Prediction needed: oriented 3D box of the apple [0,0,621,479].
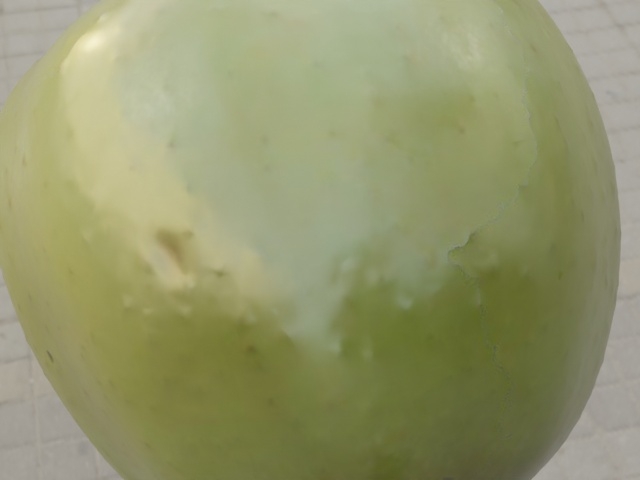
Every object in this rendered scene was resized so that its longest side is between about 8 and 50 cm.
[{"bbox_3d":[0.000,0.000,0.784,0.474,0.473,0.473,2,45,-2],"label":"apple"}]
